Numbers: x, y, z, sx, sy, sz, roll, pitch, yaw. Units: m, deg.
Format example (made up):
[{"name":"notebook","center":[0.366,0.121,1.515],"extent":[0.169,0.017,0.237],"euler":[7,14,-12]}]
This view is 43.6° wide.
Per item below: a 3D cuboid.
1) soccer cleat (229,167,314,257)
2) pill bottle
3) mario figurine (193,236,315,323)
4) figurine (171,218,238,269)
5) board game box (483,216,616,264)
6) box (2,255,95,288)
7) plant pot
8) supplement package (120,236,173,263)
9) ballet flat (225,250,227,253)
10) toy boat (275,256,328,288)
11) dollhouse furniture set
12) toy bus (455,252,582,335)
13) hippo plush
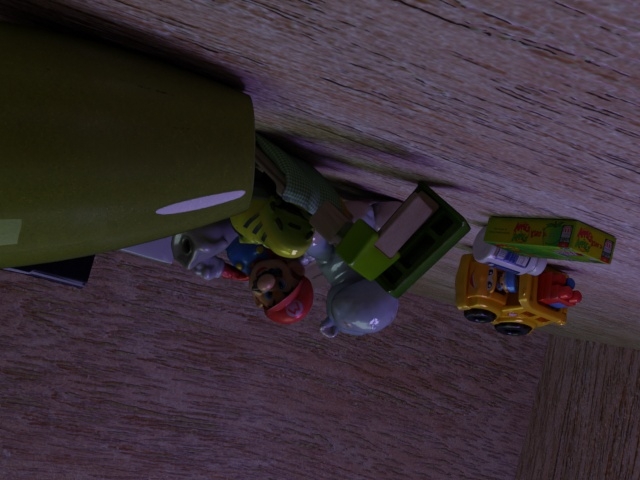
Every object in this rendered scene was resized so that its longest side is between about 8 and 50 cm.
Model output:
[{"name":"soccer cleat","center":[-0.089,-0.029,1.317],"extent":[0.093,0.121,0.289],"euler":[20,-162,-29]},{"name":"pill bottle","center":[0.331,0.021,1.392],"extent":[0.120,0.067,0.067],"euler":[18,174,-20]},{"name":"mario figurine","center":[-0.134,0.029,1.608],"extent":[0.170,0.320,0.198],"euler":[-28,164,-42]},{"name":"figurine","center":[-0.209,-0.054,1.480],"extent":[0.215,0.092,0.209],"euler":[38,-139,27]},{"name":"board game box","center":[0.351,-0.001,1.238],"extent":[0.092,0.043,0.181],"euler":[19,173,-31]},{"name":"box","center":[-0.647,-0.142,1.266],"extent":[0.472,0.297,0.480],"euler":[13,174,15]},{"name":"plant pot","center":[-0.227,-0.102,0.902],"extent":[0.294,0.274,0.275],"euler":[1,177,-11]},{"name":"supplement package","center":[-0.436,-0.081,1.763],"extent":[0.262,0.204,0.145],"euler":[18,173,-23]},{"name":"ballet flat","center":[-0.036,0.001,1.926],"extent":[0.182,0.164,0.483],"euler":[-11,169,25]},{"name":"toy boat","center":[0.000,0.000,1.732],"extent":[0.151,0.151,0.231],"euler":[16,144,-43]},{"name":"dollhouse furniture set","center":[0.037,-0.085,1.151],"extent":[0.301,0.151,0.197],"euler":[46,-175,32]},{"name":"toy bus","center":[0.421,0.103,1.662],"extent":[0.220,0.149,0.211],"euler":[21,159,-28]},{"name":"hippo plush","center":[0.031,0.058,1.443],"extent":[0.234,0.236,0.294],"euler":[-2,178,-15]}]
